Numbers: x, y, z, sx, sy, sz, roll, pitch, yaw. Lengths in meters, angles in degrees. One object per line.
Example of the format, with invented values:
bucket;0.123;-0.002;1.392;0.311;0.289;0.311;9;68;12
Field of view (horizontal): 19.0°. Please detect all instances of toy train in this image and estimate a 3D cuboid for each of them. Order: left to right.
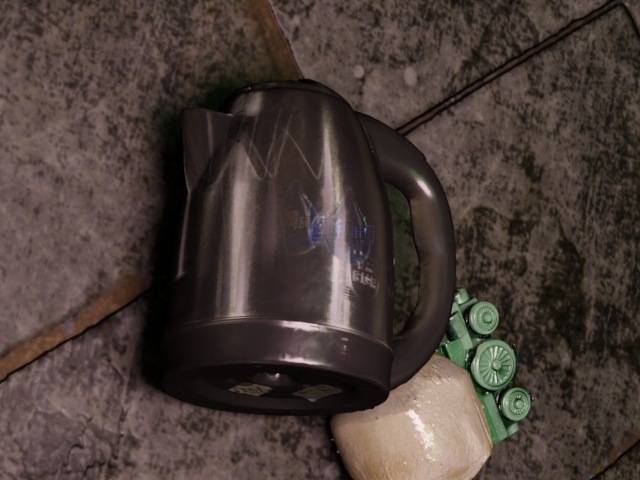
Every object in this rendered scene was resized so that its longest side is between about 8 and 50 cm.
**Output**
toy train;0.160;0.144;2.101;0.104;0.071;0.178;-26;100;-24

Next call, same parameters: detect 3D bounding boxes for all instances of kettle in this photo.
kettle;0.000;0.000;1.908;0.321;0.228;0.324;11;70;-25

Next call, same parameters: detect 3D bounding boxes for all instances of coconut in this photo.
coconut;0.101;0.205;1.999;0.161;0.161;0.162;-31;103;-34
